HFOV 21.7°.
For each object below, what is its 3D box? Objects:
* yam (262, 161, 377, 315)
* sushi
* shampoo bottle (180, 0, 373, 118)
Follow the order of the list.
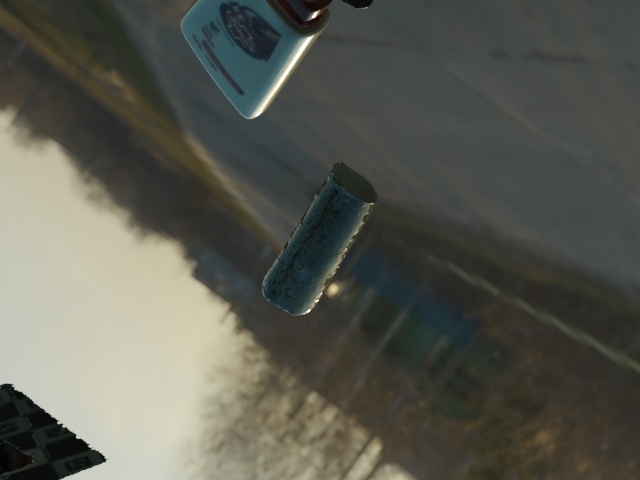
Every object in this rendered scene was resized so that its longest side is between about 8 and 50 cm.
[{"bbox_3d":[0.000,0.000,1.435,0.054,0.132,0.054,25,-156,-12],"label":"yam"},{"bbox_3d":[-0.240,0.157,1.142,0.201,0.139,0.031,22,126,59],"label":"sushi"},{"bbox_3d":[-0.047,-0.246,1.855,0.153,0.071,0.284,56,149,-5],"label":"shampoo bottle"}]
